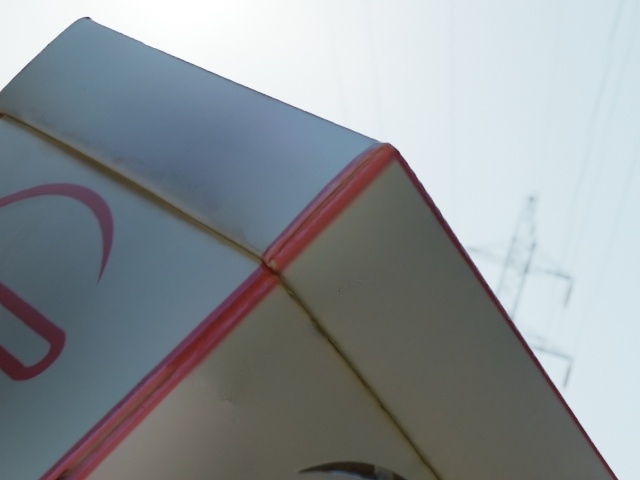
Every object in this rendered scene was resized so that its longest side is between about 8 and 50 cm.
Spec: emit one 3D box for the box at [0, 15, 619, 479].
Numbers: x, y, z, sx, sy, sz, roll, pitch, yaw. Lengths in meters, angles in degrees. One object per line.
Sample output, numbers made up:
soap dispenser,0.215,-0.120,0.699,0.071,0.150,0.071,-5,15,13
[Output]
box,-0.075,0.114,0.919,0.312,0.300,0.314,29,-21,53
